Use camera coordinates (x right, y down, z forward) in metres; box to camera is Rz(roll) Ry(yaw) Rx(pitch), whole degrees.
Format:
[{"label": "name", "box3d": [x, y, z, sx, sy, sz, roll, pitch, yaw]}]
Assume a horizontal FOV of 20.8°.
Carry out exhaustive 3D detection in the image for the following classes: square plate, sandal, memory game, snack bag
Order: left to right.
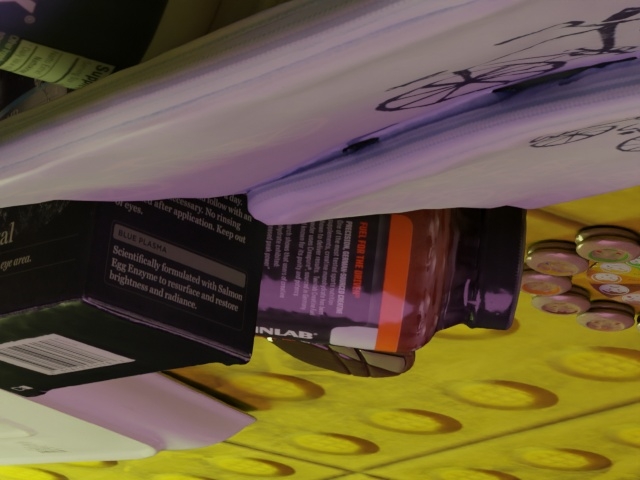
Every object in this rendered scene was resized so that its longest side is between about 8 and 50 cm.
[{"label": "square plate", "box3d": [-0.287, 0.125, 1.398, 0.347, 0.049, 0.344, -7, 156, 35]}, {"label": "sandal", "box3d": [-0.024, 0.034, 1.066, 0.180, 0.049, 0.072, 21, 155, 5]}, {"label": "snack bag", "box3d": [0.073, -0.044, 0.580, 0.342, 0.037, 0.323, -3, 173, -44]}, {"label": "memory game", "box3d": [0.203, 0.028, 1.016, 0.186, 0.012, 0.186, 6, 161, 2]}]

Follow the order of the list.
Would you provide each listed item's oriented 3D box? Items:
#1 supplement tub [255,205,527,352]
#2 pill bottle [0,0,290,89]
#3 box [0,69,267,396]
[{"label": "supplement tub", "box3d": [0.000, 0.000, 0.865, 0.198, 0.106, 0.106, 7, 161, 1]}, {"label": "pill bottle", "box3d": [-0.084, -0.107, 0.589, 0.180, 0.108, 0.108, 14, 159, -22]}, {"label": "box", "box3d": [-0.104, -0.025, 0.746, 0.156, 0.158, 0.093, -13, 153, 43]}]
